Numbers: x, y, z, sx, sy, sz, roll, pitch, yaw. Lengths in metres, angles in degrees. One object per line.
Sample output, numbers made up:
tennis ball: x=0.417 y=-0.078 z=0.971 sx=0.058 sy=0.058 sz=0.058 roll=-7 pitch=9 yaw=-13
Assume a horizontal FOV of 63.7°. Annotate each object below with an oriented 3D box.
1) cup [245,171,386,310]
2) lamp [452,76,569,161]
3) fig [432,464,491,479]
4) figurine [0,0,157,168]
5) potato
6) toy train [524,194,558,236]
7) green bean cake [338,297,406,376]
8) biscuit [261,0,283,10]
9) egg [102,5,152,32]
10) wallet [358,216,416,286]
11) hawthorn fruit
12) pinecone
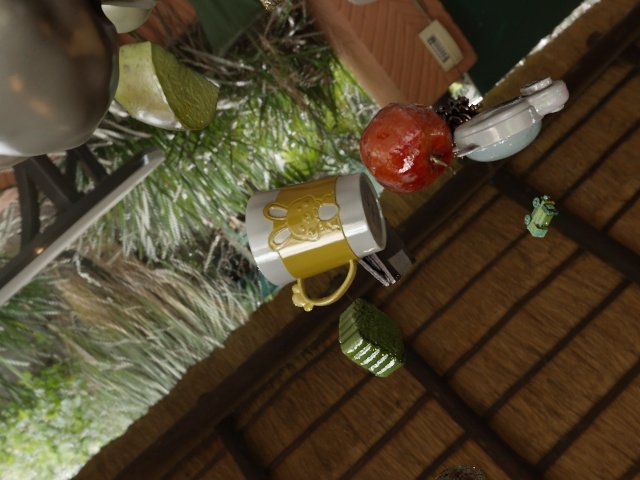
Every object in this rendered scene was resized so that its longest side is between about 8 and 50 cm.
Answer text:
cup: x=0.000 y=0.000 z=0.944 sx=0.226 sy=0.241 sz=0.185 roll=-16 pitch=168 yaw=19
lamp: x=0.389 y=-0.236 z=1.055 sx=0.246 sy=0.108 sz=0.179 roll=-30 pitch=-168 yaw=15
fig: x=0.284 y=0.511 z=0.991 sx=0.154 sy=0.165 sz=0.144 roll=-53 pitch=-133 yaw=12
figurine: x=-0.254 y=-0.229 z=0.500 sx=0.380 sy=0.203 sz=0.248 roll=-44 pitch=165 yaw=-9
potato: x=-0.542 y=-0.455 z=1.663 sx=0.280 sy=0.330 sz=0.213 roll=-2 pitch=-103 yaw=27
toy train: x=0.643 y=-0.071 z=1.508 sx=0.081 sy=0.050 sz=0.122 roll=-95 pitch=-166 yaw=-50
green bean cake: x=0.161 y=0.310 z=1.631 sx=0.113 sy=0.214 sz=0.200 roll=-44 pitch=-160 yaw=26
biscuit: x=-0.176 y=-0.664 z=1.239 sx=0.025 sy=0.231 sz=0.131 roll=-29 pitch=-159 yaw=24
egg: x=-0.405 y=-0.496 z=0.948 sx=0.186 sy=0.242 sz=0.186 roll=-29 pitch=175 yaw=-3
wallet: x=0.122 y=-0.012 z=1.303 sx=0.071 sy=0.262 sz=0.221 roll=-46 pitch=172 yaw=25
hawthorn fruit: x=0.238 y=-0.222 z=1.284 sx=0.242 sy=0.242 sz=0.271 roll=-44 pitch=-140 yaw=-4
pinecone: x=0.383 y=-0.323 z=1.427 sx=0.165 sy=0.163 sz=0.163 roll=-53 pitch=-162 yaw=-14
